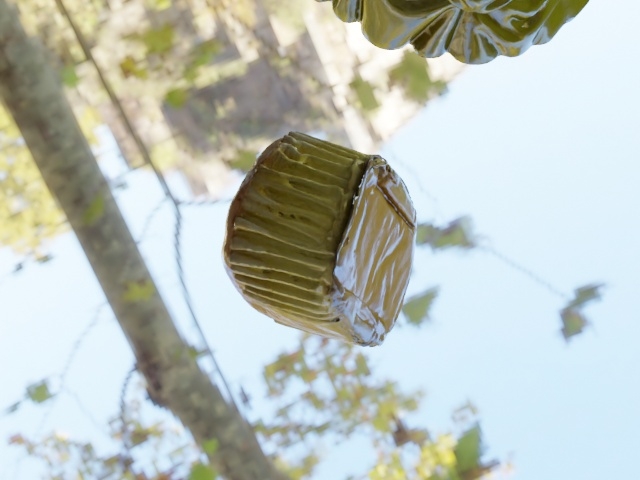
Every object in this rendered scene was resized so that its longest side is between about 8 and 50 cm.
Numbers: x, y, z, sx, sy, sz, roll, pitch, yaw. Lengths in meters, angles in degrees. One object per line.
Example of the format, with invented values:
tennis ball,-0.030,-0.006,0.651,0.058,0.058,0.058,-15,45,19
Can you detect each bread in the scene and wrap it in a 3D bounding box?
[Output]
bread,0.000,0.000,1.067,0.114,0.132,0.190,17,166,16

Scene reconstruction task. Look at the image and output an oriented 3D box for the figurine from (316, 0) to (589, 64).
figurine,0.078,-0.212,0.566,0.168,0.187,0.315,-25,170,-18
